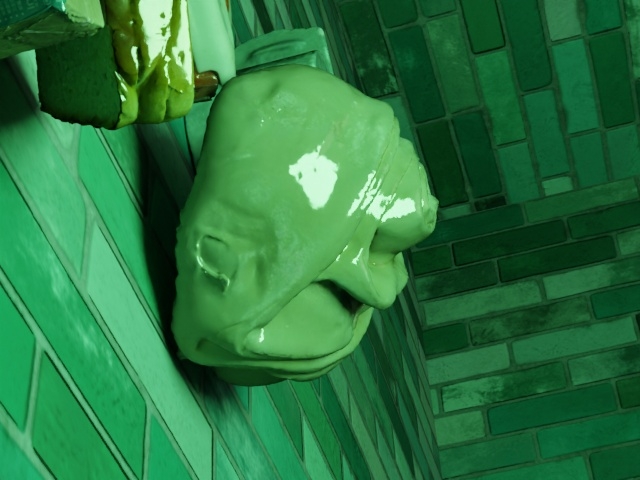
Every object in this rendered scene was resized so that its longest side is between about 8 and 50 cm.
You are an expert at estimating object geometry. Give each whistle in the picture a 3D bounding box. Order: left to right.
[{"bbox_3d":[-0.050,-0.143,1.728,0.405,0.168,0.188,-75,150,-70],"label":"whistle"}]

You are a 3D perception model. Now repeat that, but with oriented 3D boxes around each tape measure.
[{"bbox_3d":[-0.168,-0.294,1.369,0.265,0.130,0.258,-99,174,-60],"label":"tape measure"}]

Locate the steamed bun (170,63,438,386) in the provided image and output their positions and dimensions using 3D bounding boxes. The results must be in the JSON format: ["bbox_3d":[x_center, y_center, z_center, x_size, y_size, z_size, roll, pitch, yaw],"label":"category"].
[{"bbox_3d":[-0.003,-0.002,1.383,0.310,0.219,0.324,37,67,-73],"label":"steamed bun"}]

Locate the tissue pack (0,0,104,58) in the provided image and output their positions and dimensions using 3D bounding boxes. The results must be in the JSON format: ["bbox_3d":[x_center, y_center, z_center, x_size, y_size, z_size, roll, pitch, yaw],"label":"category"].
[{"bbox_3d":[-0.222,-0.208,0.906,0.082,0.120,0.169,-5,81,-78],"label":"tissue pack"}]

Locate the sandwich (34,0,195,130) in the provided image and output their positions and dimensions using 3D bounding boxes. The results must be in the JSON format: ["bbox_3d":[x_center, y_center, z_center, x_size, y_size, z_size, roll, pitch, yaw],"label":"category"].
[{"bbox_3d":[-0.161,-0.191,0.996,0.186,0.065,0.215,13,-69,57],"label":"sandwich"}]
